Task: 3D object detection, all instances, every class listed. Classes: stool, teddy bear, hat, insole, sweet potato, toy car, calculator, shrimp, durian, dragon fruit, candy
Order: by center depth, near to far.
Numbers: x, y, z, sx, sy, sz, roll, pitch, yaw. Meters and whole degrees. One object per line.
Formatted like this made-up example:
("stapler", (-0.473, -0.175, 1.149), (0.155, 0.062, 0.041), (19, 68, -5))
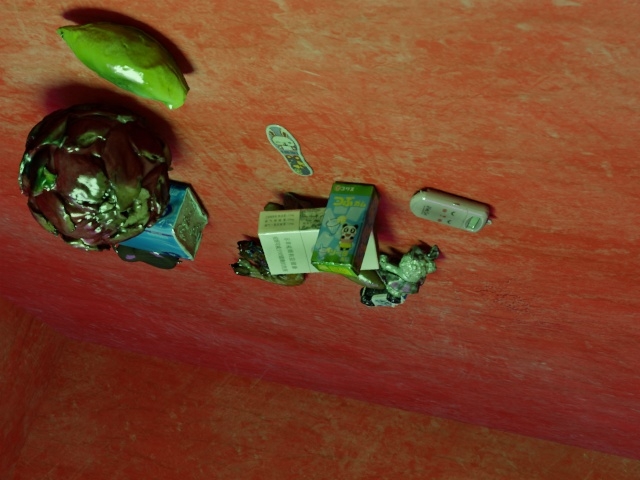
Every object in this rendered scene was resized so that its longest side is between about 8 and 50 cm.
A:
("durian", (-0.350, -0.320, 1.568), (0.250, 0.101, 0.139), (26, 158, -21))
("insole", (-0.064, -0.184, 1.813), (0.065, 0.004, 0.197), (8, 156, 23))
("calculator", (0.270, -0.061, 1.814), (0.175, 0.032, 0.100), (16, 158, 3))
("candy", (0.055, -0.025, 1.848), (0.097, 0.194, 0.062), (6, 157, 26))
("dragon fruit", (-0.474, -0.140, 1.849), (0.329, 0.329, 0.329), (15, 159, 6))
("hat", (-0.046, -0.080, 2.017), (0.087, 0.042, 0.058), (40, 137, 25))
("teddy bear", (0.199, 0.079, 2.106), (0.133, 0.111, 0.213), (20, 160, -17))
("sweet potato", (0.009, 0.013, 2.133), (0.346, 0.079, 0.108), (33, 165, -5))
("toy car", (0.169, 0.134, 2.303), (0.070, 0.080, 0.171), (31, 155, -30))
("shrimp", (-0.177, 0.063, 2.435), (0.222, 0.054, 0.290), (3, 158, 33))
("stool", (-0.473, 0.011, 2.449), (0.217, 0.121, 0.125), (9, 159, 17))

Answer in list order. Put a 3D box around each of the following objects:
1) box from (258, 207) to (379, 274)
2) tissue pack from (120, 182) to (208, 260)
("box", (0.000, 0.000, 1.995), (0.257, 0.069, 0.164), (-3, 143, 8))
("tissue pack", (-0.440, -0.064, 2.205), (0.264, 0.146, 0.198), (12, 159, 14))
